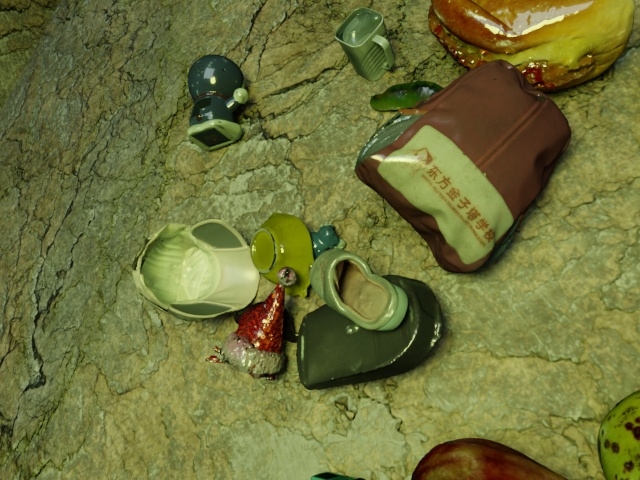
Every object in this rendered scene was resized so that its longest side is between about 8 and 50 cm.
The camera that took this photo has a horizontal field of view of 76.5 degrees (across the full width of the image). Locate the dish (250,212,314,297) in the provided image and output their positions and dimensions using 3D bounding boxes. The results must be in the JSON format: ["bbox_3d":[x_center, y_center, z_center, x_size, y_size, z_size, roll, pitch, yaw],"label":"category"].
[{"bbox_3d":[-0.092,0.026,0.848,0.149,0.080,0.208,-44,58,35],"label":"dish"}]

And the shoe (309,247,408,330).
[{"bbox_3d":[0.041,0.069,0.701,0.103,0.100,0.251,-55,35,-6],"label":"shoe"}]

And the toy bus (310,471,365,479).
[{"bbox_3d":[0.018,0.465,0.645,0.091,0.079,0.160,-2,69,26],"label":"toy bus"}]

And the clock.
[{"bbox_3d":[-0.281,-0.382,1.101,0.199,0.146,0.244,-10,74,28],"label":"clock"}]

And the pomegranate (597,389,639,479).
[{"bbox_3d":[0.423,0.288,0.452,0.198,0.198,0.246,7,87,29],"label":"pomegranate"}]

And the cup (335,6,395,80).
[{"bbox_3d":[0.116,-0.440,0.925,0.095,0.129,0.128,-49,57,3],"label":"cup"}]

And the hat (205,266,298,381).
[{"bbox_3d":[-0.111,0.154,0.791,0.140,0.129,0.228,21,89,22],"label":"hat"}]

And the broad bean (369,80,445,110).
[{"bbox_3d":[0.223,-0.257,0.846,0.144,0.049,0.292,-40,59,13],"label":"broad bean"}]

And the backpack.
[{"bbox_3d":[0.251,-0.139,0.686,0.317,0.197,0.283,-44,96,-6],"label":"backpack"}]

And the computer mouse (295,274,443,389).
[{"bbox_3d":[0.083,0.169,0.725,0.295,0.087,0.168,-27,43,29],"label":"computer mouse"}]

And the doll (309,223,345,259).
[{"bbox_3d":[0.000,0.000,0.859,0.083,0.050,0.076,-37,54,12],"label":"doll"}]

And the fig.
[{"bbox_3d":[0.226,0.363,0.487,0.263,0.224,0.224,18,79,43],"label":"fig"}]

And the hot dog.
[{"bbox_3d":[0.345,-0.425,0.770,0.223,0.185,0.405,-37,59,8],"label":"hot dog"}]

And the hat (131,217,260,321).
[{"bbox_3d":[-0.274,0.075,0.917,0.274,0.161,0.232,6,70,4],"label":"hat"}]
